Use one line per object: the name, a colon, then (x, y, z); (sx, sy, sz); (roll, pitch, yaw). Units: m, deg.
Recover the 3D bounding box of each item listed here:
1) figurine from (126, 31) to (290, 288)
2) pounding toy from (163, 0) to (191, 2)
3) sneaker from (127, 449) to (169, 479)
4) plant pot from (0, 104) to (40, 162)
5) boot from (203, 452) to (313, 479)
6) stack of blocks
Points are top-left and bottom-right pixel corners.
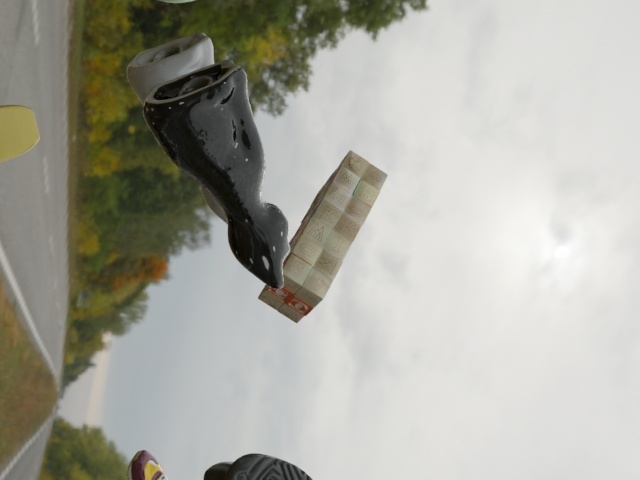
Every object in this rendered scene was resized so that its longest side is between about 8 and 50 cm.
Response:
figurine: (-0.101, -0.078, 0.776); (0.215, 0.092, 0.209); (52, -15, 58)
pounding toy: (-0.165, -0.381, 0.865); (0.110, 0.237, 0.183); (-4, -120, 46)
sneaker: (-0.273, 0.445, 1.395); (0.069, 0.084, 0.185); (-54, 136, -51)
plant pot: (-0.470, -0.164, 1.178); (0.081, 0.083, 0.081); (7, -67, 42)
boot: (-0.133, 0.530, 1.691); (0.445, 0.367, 0.146); (-1, -125, 60)
stack of blocks: (0.000, 0.000, 1.441); (0.297, 0.087, 0.171); (-61, -174, -33)
